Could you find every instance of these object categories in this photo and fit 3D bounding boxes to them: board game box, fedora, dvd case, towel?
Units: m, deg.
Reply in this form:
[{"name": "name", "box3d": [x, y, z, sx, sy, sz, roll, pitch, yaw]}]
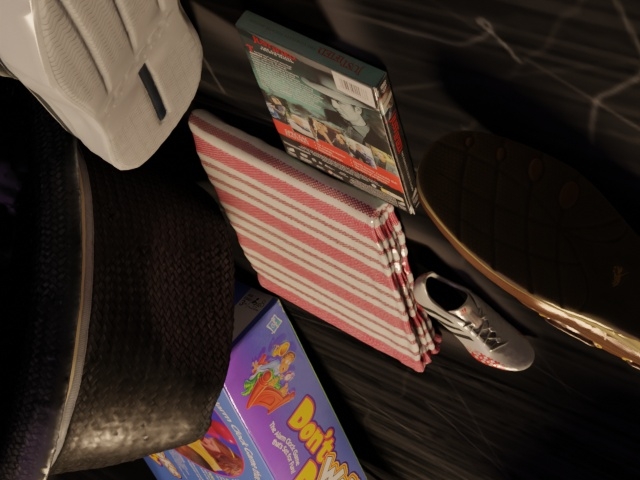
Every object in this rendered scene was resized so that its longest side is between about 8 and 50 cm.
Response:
[{"name": "board game box", "box3d": [-0.084, 0.156, 1.303, 0.233, 0.078, 0.347, 22, 148, 39]}, {"name": "fedora", "box3d": [-0.145, 0.035, 0.979, 0.152, 0.334, 0.334, 7, 173, -24]}, {"name": "dvd case", "box3d": [0.006, -0.064, 0.782, 0.087, 0.013, 0.119, 27, 161, 26]}, {"name": "towel", "box3d": [0.000, 0.000, 0.936, 0.144, 0.029, 0.197, 27, 158, 27]}]

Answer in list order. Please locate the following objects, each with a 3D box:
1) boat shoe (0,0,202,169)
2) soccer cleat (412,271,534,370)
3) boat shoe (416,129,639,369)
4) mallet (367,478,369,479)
[{"name": "boat shoe", "box3d": [-0.136, -0.125, 0.712, 0.119, 0.121, 0.335, 29, 163, 8]}, {"name": "soccer cleat", "box3d": [0.089, 0.047, 0.883, 0.083, 0.029, 0.035, 38, 167, 9]}, {"name": "boat shoe", "box3d": [0.118, 0.016, 0.694, 0.178, 0.064, 0.060, 32, 160, 5]}, {"name": "mallet", "box3d": [0.020, 0.219, 1.431, 0.190, 0.039, 0.062, 37, 161, -14]}]
